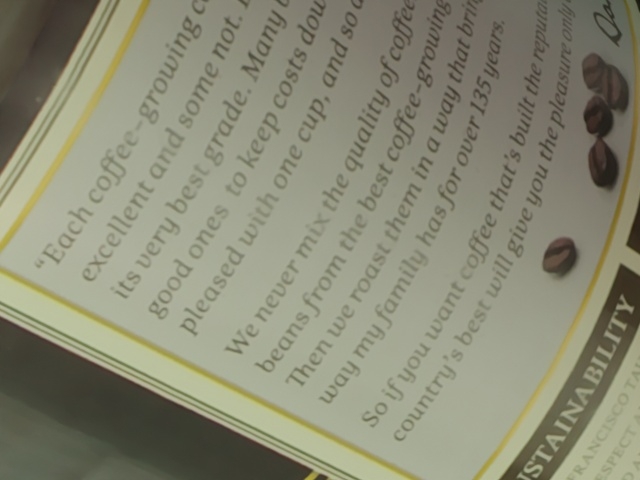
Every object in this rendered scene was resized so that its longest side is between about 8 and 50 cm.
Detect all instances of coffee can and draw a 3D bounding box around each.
[{"bbox_3d":[0.000,0.000,0.469,0.275,0.201,0.201,30,120,-28],"label":"coffee can"}]
